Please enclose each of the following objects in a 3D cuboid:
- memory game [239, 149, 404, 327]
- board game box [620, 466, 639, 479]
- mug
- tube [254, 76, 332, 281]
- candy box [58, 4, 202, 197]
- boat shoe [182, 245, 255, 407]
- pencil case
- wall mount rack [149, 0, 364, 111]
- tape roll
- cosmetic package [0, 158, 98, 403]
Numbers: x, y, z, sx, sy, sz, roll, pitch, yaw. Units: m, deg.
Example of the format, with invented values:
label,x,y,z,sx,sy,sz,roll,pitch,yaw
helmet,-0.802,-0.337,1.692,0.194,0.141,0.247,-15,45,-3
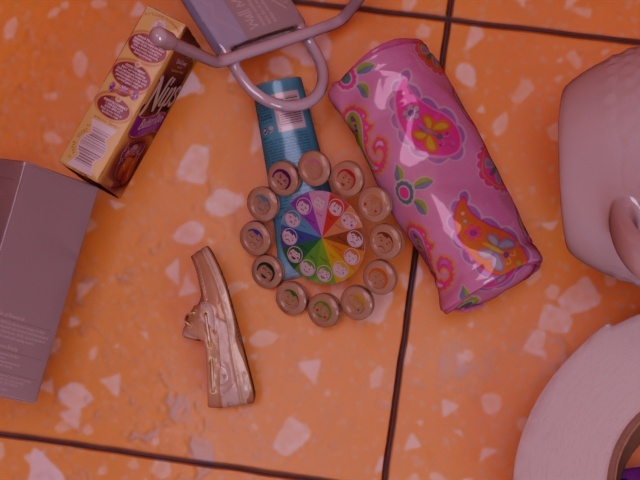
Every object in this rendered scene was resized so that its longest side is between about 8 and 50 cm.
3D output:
label,x,y,z,sx,sy,sz,roll,pitch,yaw
memory game,0.000,0.000,1.746,0.186,0.012,0.186,6,104,26
board game box,0.372,0.377,1.615,0.208,0.056,0.347,-12,63,10
mug,0.389,-0.053,1.589,0.328,0.374,0.276,-2,116,14
tube,-0.025,-0.066,1.784,0.080,0.052,0.207,-12,86,17
candy box,-0.195,-0.142,1.776,0.053,0.109,0.187,27,86,8
boat shoe,-0.114,0.092,1.761,0.059,0.063,0.170,-15,82,-3
pencil case,0.114,-0.068,1.738,0.124,0.124,0.284,-29,80,1
wall mount rack,-0.119,-0.288,1.713,0.304,0.130,0.350,-23,73,-37
tape roll,0.376,0.243,1.614,0.392,0.072,0.392,-4,65,9
cosmetic package,-0.327,0.037,1.745,0.127,0.107,0.238,6,82,49
